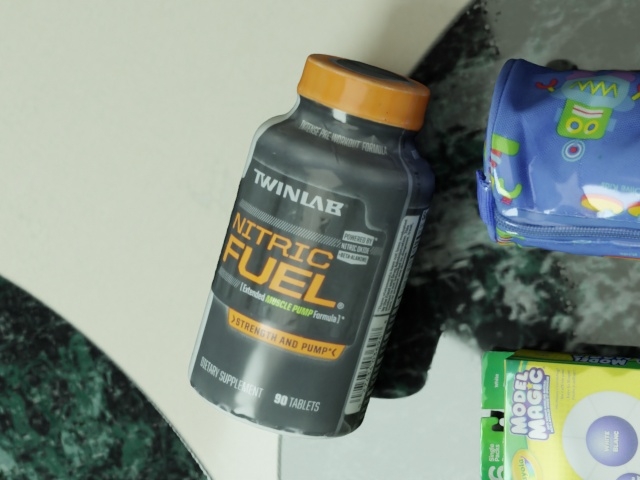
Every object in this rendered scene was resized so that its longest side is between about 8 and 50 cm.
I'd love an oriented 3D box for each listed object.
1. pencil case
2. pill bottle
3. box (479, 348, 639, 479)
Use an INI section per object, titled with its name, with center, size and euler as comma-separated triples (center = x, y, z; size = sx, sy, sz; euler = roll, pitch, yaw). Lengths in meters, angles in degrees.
[pencil case]
center = 0.243, -0.035, 0.895
size = 0.306, 0.133, 0.119
euler = 9, 133, 23
[pill bottle]
center = 0.000, 0.000, 1.003
size = 0.130, 0.130, 0.246
euler = 21, 103, 20
[box]
center = 0.190, 0.130, 0.984
size = 0.179, 0.043, 0.105
euler = 2, 97, 25
